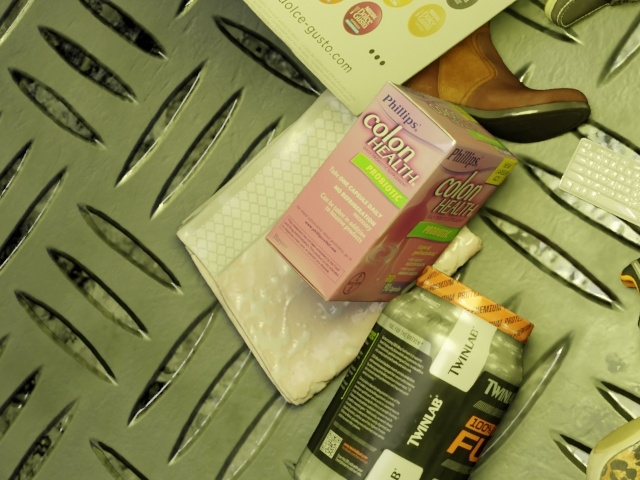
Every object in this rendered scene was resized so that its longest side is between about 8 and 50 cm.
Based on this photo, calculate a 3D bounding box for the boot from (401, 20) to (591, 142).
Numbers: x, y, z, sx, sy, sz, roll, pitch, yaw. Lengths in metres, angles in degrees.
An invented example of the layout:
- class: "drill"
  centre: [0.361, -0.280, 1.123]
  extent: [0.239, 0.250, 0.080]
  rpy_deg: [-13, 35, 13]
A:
- class: "boot"
  centre: [0.226, -0.268, 1.822]
  extent: [0.264, 0.096, 0.280]
  rpy_deg: [-4, 70, 29]

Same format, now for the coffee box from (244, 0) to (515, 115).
- class: "coffee box"
  centre: [0.041, -0.440, 1.729]
  extent: [0.334, 0.337, 0.338]
  rpy_deg: [-35, 48, 13]

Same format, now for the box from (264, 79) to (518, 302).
- class: "box"
  centre: [0.090, -0.050, 1.669]
  extent: [0.117, 0.213, 0.243]
  rpy_deg: [44, 106, 22]

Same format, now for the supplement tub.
- class: "supplement tub"
  centre: [0.119, 0.202, 1.693]
  extent: [0.193, 0.193, 0.316]
  rpy_deg: [30, 92, 24]

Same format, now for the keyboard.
- class: "keyboard"
  centre: [0.422, -0.045, 1.718]
  extent: [0.256, 0.014, 0.072]
  rpy_deg: [28, 91, 25]

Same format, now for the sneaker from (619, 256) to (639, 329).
- class: "sneaker"
  centre: [0.424, 0.108, 1.653]
  extent: [0.083, 0.084, 0.215]
  rpy_deg: [-21, 62, 16]

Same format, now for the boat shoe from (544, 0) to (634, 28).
- class: "boat shoe"
  centre: [0.389, -0.339, 1.754]
  extent: [0.223, 0.080, 0.073]
  rpy_deg: [-37, 63, 7]

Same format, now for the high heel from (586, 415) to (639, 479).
- class: "high heel"
  centre: [0.385, 0.322, 1.640]
  extent: [0.261, 0.093, 0.186]
  rpy_deg: [-38, 90, -2]

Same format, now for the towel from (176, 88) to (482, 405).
- class: "towel"
  centre: [0.000, 0.000, 1.860]
  extent: [0.332, 0.053, 0.317]
  rpy_deg: [-42, 68, 10]
